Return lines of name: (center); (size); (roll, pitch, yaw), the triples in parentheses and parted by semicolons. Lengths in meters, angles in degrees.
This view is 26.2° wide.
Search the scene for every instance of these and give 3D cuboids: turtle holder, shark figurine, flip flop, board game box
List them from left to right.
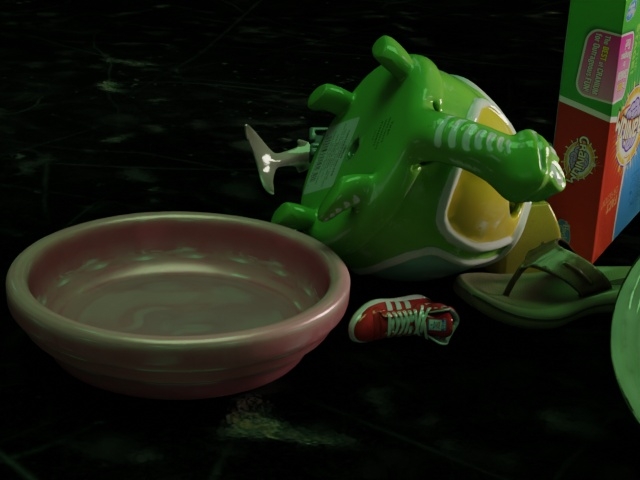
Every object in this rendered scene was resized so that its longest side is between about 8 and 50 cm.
shark figurine: (0.039, -0.133, 1.840); (0.278, 0.116, 0.166); (4, 20, -2)
turtle holder: (0.119, -0.082, 1.474); (0.227, 0.320, 0.243); (26, 46, -20)
flip flop: (0.271, 0.037, 1.467); (0.277, 0.080, 0.112); (-3, 22, -15)
board game box: (0.347, -0.158, 1.651); (0.064, 0.316, 0.242); (13, 24, 24)

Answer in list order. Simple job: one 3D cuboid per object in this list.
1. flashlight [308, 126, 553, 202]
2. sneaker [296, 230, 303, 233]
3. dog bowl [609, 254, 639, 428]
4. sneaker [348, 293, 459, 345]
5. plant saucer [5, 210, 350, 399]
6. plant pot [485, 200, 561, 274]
flashlight: (0.137, -0.080, 1.727); (0.304, 0.103, 0.103); (0, 37, -1)
sneaker: (0.000, 0.000, 1.610); (0.083, 0.032, 0.037); (16, 38, 43)
dog bowl: (0.438, 0.102, 1.051); (0.408, 0.150, 0.408); (-16, 36, 12)
sneaker: (0.088, 0.084, 1.380); (0.118, 0.042, 0.067); (-14, 23, -41)
plant saucer: (-0.138, 0.064, 1.350); (0.332, 0.084, 0.332); (2, 22, -1)
plant pot: (0.227, -0.010, 1.578); (0.081, 0.083, 0.081); (-6, 24, -20)
